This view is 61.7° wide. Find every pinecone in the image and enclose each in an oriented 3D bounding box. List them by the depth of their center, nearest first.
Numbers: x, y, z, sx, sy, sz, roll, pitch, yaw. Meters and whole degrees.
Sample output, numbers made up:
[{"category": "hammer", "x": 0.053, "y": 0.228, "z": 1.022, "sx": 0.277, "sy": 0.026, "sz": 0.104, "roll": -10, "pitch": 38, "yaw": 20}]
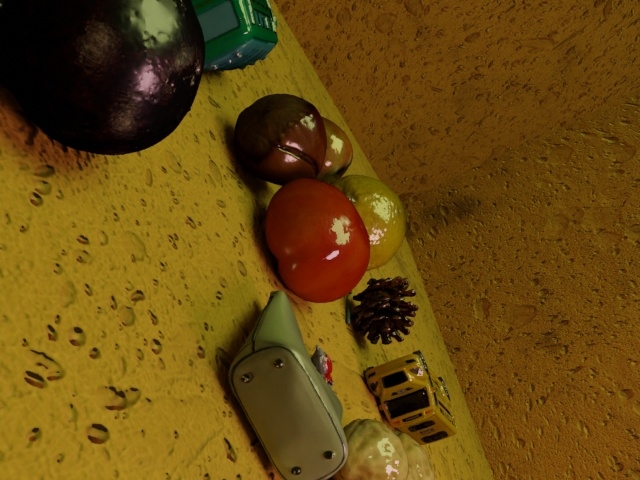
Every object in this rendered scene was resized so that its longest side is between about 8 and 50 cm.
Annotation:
[{"category": "pinecone", "x": 0.167, "y": 0.180, "z": 1.380, "sx": 0.150, "sy": 0.179, "sz": 0.195, "roll": 39, "pitch": 41, "yaw": -17}]

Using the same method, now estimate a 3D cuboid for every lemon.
[{"category": "lemon", "x": 0.091, "y": -0.041, "z": 1.342, "sx": 0.267, "sy": 0.267, "sz": 0.267, "roll": 58, "pitch": 16, "yaw": -26}]

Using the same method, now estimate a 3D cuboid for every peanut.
[{"category": "peanut", "x": 0.103, "y": 0.384, "z": 0.887, "sx": 0.305, "sy": 0.147, "sz": 0.147, "roll": 42, "pitch": 26, "yaw": -52}]

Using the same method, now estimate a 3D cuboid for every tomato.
[{"category": "tomato", "x": 0.000, "y": 0.002, "z": 1.069, "sx": 0.259, "sy": 0.180, "sz": 0.259, "roll": 57, "pitch": 19, "yaw": -31}]

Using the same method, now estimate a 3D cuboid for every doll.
[{"category": "doll", "x": 0.004, "y": 0.232, "z": 0.979, "sx": 0.057, "sy": 0.039, "sz": 0.114, "roll": -46, "pitch": 129, "yaw": -41}]

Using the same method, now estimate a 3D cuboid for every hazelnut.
[{"category": "hazelnut", "x": -0.075, "y": -0.197, "z": 1.123, "sx": 0.208, "sy": 0.208, "sz": 0.208, "roll": 58, "pitch": 16, "yaw": -26}]

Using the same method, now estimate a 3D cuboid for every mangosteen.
[{"category": "mangosteen", "x": -0.243, "y": -0.207, "z": 0.551, "sx": 0.250, "sy": 0.211, "sz": 0.211, "roll": 33, "pitch": 16, "yaw": 0}]

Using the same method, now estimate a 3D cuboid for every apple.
[{"category": "apple", "x": -0.019, "y": -0.220, "z": 1.364, "sx": 0.196, "sy": 0.196, "sz": 0.196, "roll": 58, "pitch": 16, "yaw": -26}]

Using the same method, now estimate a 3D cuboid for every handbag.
[{"category": "handbag", "x": -0.025, "y": 0.196, "z": 0.810, "sx": 0.241, "sy": 0.109, "sz": 0.315, "roll": 65, "pitch": 10, "yaw": -5}]

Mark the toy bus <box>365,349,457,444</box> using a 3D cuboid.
[{"category": "toy bus", "x": 0.235, "y": 0.396, "z": 1.323, "sx": 0.331, "sy": 0.145, "sz": 0.151, "roll": 49, "pitch": 22, "yaw": -50}]

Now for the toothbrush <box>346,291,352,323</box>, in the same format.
[{"category": "toothbrush", "x": 0.075, "y": 0.168, "z": 1.392, "sx": 0.011, "sy": 0.014, "sz": 0.167, "roll": 56, "pitch": 16, "yaw": -18}]

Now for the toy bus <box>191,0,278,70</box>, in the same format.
[{"category": "toy bus", "x": -0.202, "y": -0.456, "z": 1.099, "sx": 0.343, "sy": 0.184, "sz": 0.199, "roll": -67, "pitch": 134, "yaw": -71}]
